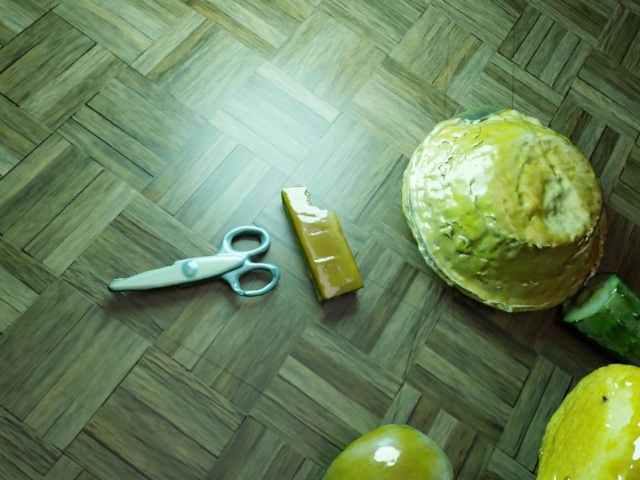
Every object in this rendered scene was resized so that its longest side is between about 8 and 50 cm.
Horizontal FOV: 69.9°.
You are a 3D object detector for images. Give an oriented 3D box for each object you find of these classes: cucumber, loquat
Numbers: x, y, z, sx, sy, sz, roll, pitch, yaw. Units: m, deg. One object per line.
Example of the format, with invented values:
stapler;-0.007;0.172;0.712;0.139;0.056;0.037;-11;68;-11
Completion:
cucumber;0.596;0.176;0.878;0.244;0.134;0.134;41;70;1
loquat;0.091;0.384;0.688;0.227;0.179;0.179;-32;80;-11

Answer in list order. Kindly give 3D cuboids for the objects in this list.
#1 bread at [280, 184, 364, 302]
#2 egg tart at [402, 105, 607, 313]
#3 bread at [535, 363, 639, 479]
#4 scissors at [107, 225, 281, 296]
bread;0.000;0.000;0.860;0.088;0.049;0.226;-16;75;-15
egg tart;0.378;-0.081;0.889;0.444;0.178;0.442;3;74;-9
bread;0.458;0.362;0.678;0.204;0.336;0.358;26;39;15
scissors;-0.219;0.053;0.806;0.289;0.041;0.138;-11;73;-18
